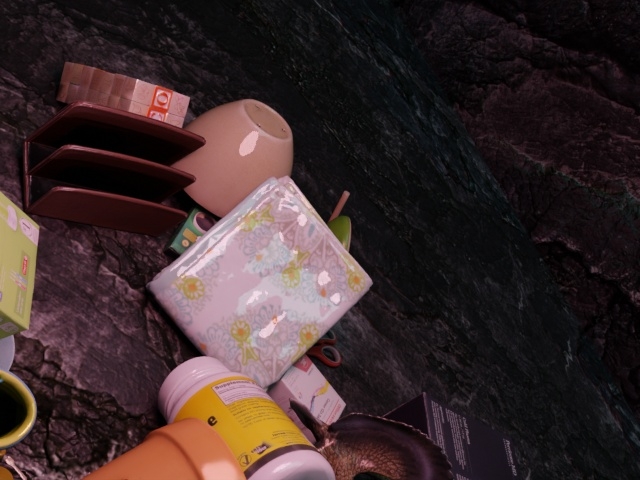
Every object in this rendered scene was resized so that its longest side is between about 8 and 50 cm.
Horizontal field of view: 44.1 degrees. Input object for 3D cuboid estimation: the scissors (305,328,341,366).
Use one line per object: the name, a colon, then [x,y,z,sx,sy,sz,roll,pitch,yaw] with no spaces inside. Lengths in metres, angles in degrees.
scissors: [-0.056,0.237,1.781,0.297,0.021,0.109,9,53,-47]

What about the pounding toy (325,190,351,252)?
pounding toy: [0.000,0.000,1.985,0.110,0.183,0.237,12,42,-10]

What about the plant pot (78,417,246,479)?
plant pot: [-0.242,0.422,1.129,0.203,0.291,0.291,-9,64,-37]

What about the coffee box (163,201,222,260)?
coffee box: [-0.250,-0.015,1.717,0.113,0.040,0.184,39,52,-19]

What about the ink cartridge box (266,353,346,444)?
ink cartridge box: [-0.020,0.345,1.658,0.198,0.067,0.115,52,33,-9]

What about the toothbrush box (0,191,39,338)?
toothbrush box: [-0.543,-0.003,1.128,0.283,0.122,0.206,59,16,-51]

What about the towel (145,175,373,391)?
towel: [-0.113,0.090,1.601,0.374,0.090,0.321,-42,96,-19]

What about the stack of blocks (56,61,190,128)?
stack of blocks: [-0.399,-0.293,1.650,0.171,0.087,0.297,10,8,-46]

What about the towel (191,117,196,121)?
towel: [-0.203,-0.162,1.910,0.324,0.038,0.248,38,20,-11]

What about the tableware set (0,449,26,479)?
tableware set: [-0.499,0.339,1.105,0.104,0.024,0.154,50,32,4]

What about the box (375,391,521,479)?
box: [0.289,0.565,1.730,0.312,0.179,0.343,31,37,-28]

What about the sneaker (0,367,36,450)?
sneaker: [-0.518,0.208,1.005,0.318,0.208,0.127,10,70,-37]

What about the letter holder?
letter holder: [-0.383,-0.133,1.526,0.301,0.214,0.152,12,62,-46]

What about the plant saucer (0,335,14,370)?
plant saucer: [-0.564,0.154,1.195,0.195,0.037,0.195,32,36,-27]

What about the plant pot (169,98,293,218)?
plant pot: [-0.169,-0.198,1.741,0.284,0.191,0.284,30,30,-19]

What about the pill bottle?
pill bottle: [-0.138,0.340,1.307,0.187,0.188,0.334,17,14,-42]

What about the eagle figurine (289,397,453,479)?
eagle figurine: [0.071,0.420,1.505,0.298,0.225,0.226,-5,21,-13]
